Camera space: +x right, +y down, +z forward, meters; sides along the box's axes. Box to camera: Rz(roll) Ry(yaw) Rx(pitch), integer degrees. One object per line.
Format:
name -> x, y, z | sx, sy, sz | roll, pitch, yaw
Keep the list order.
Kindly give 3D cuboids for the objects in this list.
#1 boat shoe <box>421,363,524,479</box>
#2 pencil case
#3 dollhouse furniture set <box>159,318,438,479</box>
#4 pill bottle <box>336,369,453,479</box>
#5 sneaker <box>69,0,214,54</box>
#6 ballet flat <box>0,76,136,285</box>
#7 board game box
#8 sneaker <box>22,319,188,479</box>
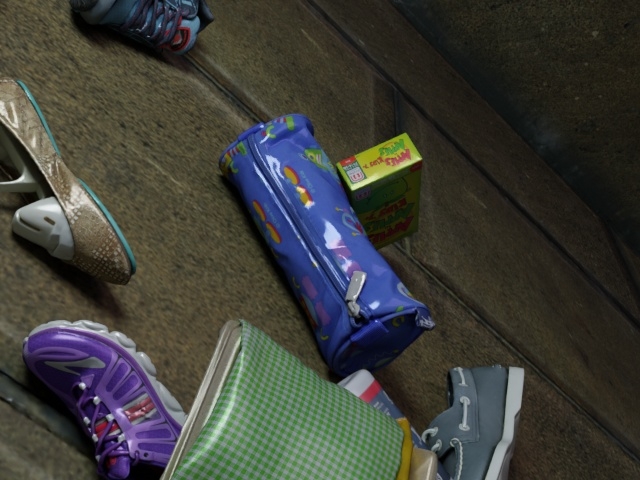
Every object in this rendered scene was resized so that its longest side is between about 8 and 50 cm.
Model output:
boat shoe -> 0.155, 0.234, 0.949 | 0.099, 0.116, 0.319 | 9, 26, 16
pencil case -> 0.000, 0.000, 0.951 | 0.306, 0.119, 0.133 | 60, 3, 24
dollhouse furniture set -> 0.010, 0.191, 0.530 | 0.197, 0.151, 0.302 | 39, 46, -22
pill bottle -> 0.052, 0.211, 0.745 | 0.180, 0.108, 0.108 | 52, 24, 4
sneaker -> -0.196, -0.284, 1.059 | 0.125, 0.104, 0.262 | 49, 24, -5
ballet flat -> -0.228, -0.039, 0.703 | 0.067, 0.073, 0.206 | -27, 73, -38
board game box -> 0.073, -0.050, 1.084 | 0.043, 0.092, 0.181 | 61, -9, 26
sneaker -> -0.137, 0.123, 0.600 | 0.170, 0.068, 0.071 | 46, 29, -10
